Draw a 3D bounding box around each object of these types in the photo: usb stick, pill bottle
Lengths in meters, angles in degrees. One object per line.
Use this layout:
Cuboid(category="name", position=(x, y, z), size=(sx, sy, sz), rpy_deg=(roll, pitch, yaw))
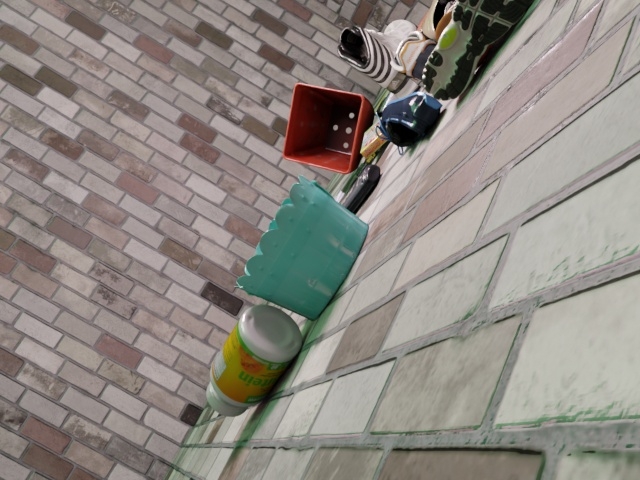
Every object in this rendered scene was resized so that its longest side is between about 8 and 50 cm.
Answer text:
Cuboid(category="usb stick", position=(0.081, -0.100, 1.705), size=(0.278, 0.045, 0.077), rpy_deg=(-53, 8, 52))
Cuboid(category="pill bottle", position=(-0.149, 0.260, 1.342), size=(0.246, 0.136, 0.136), rpy_deg=(-57, 5, 34))

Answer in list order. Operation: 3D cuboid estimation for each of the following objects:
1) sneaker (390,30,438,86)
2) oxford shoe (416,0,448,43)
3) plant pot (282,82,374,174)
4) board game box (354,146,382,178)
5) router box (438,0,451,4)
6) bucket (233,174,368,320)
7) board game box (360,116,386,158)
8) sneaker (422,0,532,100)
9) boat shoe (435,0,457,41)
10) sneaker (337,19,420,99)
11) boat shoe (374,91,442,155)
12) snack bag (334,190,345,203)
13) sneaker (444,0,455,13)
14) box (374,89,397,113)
Cuboid(category="sneaker", position=(0.265, -0.490, 1.720), size=(0.126, 0.127, 0.321), rpy_deg=(-60, 3, 13))
Cuboid(category="oxford shoe", position=(0.400, -0.729, 1.888), size=(0.130, 0.122, 0.349), rpy_deg=(-166, 97, -81))
Cuboid(category="plant pot", position=(0.056, -0.394, 2.280), size=(0.235, 0.267, 0.267), rpy_deg=(-15, -62, -62))
Cuboid(category="board game box", position=(0.174, -0.308, 2.124), size=(0.136, 0.030, 0.260), rpy_deg=(-59, 4, 31))
Cuboid(category="router box", position=(0.398, -0.707, 1.699), size=(0.178, 0.046, 0.133), rpy_deg=(5, 62, 56))
Cuboid(category="bucket", position=(-0.036, 0.022, 1.357), size=(0.281, 0.183, 0.281), rpy_deg=(-58, 5, 8))
Cuboid(category="board game box", position=(0.183, -0.335, 1.968), size=(0.124, 0.039, 0.259), rpy_deg=(-42, 10, 21))
Cuboid(category="sneaker", position=(0.268, -0.371, 1.096), size=(0.279, 0.107, 0.118), rpy_deg=(-53, -2, 37))
Cuboid(category="boat shoe", position=(0.352, -0.554, 1.525), size=(0.207, 0.073, 0.073), rpy_deg=(-44, 13, 48))
Cuboid(category="sneaker", position=(0.190, -0.631, 2.017), size=(0.169, 0.257, 0.448), rpy_deg=(-48, 24, 32))
Cuboid(category="boat shoe", position=(0.165, -0.240, 1.339), size=(0.089, 0.109, 0.258), rpy_deg=(-63, 3, -6))
Cuboid(category="snack bag", position=(-0.032, 0.017, 2.249), size=(0.343, 0.037, 0.323), rpy_deg=(-62, 6, -23))
Cuboid(category="sneaker", position=(0.399, -0.672, 1.776), size=(0.170, 0.063, 0.075), rpy_deg=(-56, -3, -17))
Cuboid(category="box", position=(0.278, -0.534, 2.248), size=(0.232, 0.058, 0.322), rpy_deg=(-59, 4, 7))
